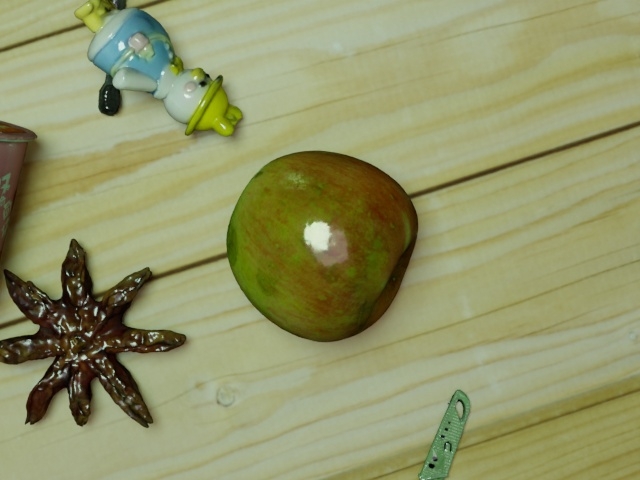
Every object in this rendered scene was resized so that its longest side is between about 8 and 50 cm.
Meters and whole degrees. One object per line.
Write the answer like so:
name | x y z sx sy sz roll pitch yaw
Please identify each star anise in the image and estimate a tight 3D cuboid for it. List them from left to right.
star anise | -0.326 0.143 0.931 0.288 0.088 0.289 0 96 -3

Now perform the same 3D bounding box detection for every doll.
doll | -0.207 -0.220 0.893 0.241 0.135 0.099 36 94 -17

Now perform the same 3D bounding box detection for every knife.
knife | 0.160 0.358 1.003 0.043 0.020 0.293 20 92 -2

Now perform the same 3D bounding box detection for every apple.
apple | 0.000 0.000 0.890 0.226 0.246 0.246 29 92 14

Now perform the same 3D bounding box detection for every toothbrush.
toothbrush | -0.276 -0.320 0.930 0.030 0.030 0.298 4 93 -28

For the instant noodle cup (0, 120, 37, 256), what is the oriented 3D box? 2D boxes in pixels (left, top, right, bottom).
instant noodle cup | -0.491 -0.043 0.842 0.242 0.243 0.232 11 99 -4
